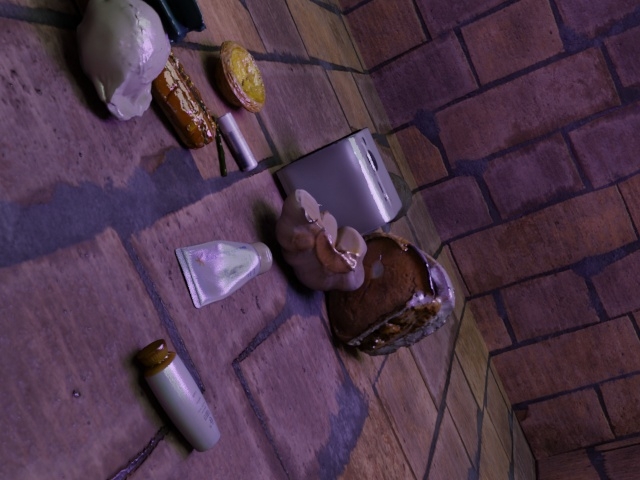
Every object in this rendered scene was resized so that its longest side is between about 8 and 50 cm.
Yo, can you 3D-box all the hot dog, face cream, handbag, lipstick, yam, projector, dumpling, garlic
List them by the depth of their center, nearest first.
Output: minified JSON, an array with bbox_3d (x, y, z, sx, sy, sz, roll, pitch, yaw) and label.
[{"bbox_3d":[-0.212,0.235,0.928,0.182,0.051,0.072,63,20,-15],"label":"face cream"},{"bbox_3d":[-0.333,-0.338,1.071,0.193,0.147,0.258,-50,141,-77],"label":"dumpling"},{"bbox_3d":[-0.313,-0.490,1.148,0.238,0.089,0.326,61,-10,-24],"label":"handbag"},{"bbox_3d":[-0.182,0.053,1.184,0.224,0.070,0.114,-14,82,-60],"label":"face cream"},{"bbox_3d":[-0.298,-0.304,1.234,0.269,0.072,0.115,59,30,-22],"label":"hot dog"},{"bbox_3d":[-0.196,-0.230,1.445,0.141,0.040,0.040,63,21,-15],"label":"lipstick"},{"bbox_3d":[-0.006,0.014,1.493,0.281,0.185,0.203,36,23,-19],"label":"garlic"},{"bbox_3d":[0.055,-0.142,1.676,0.249,0.248,0.248,65,21,-8],"label":"projector"},{"bbox_3d":[0.199,-0.154,2.130,0.300,0.195,0.195,-2,71,-69],"label":"yam"}]

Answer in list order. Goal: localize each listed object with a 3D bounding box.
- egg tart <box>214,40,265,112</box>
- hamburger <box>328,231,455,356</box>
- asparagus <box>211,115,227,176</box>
[{"bbox_3d":[-0.208,-0.403,1.539,0.191,0.074,0.191,50,28,-40],"label":"egg tart"},{"bbox_3d":[0.171,0.129,1.610,0.195,0.318,0.277,25,40,-48],"label":"hamburger"},{"bbox_3d":[-0.227,-0.216,1.389,0.016,0.016,0.163,9,60,-44],"label":"asparagus"}]
